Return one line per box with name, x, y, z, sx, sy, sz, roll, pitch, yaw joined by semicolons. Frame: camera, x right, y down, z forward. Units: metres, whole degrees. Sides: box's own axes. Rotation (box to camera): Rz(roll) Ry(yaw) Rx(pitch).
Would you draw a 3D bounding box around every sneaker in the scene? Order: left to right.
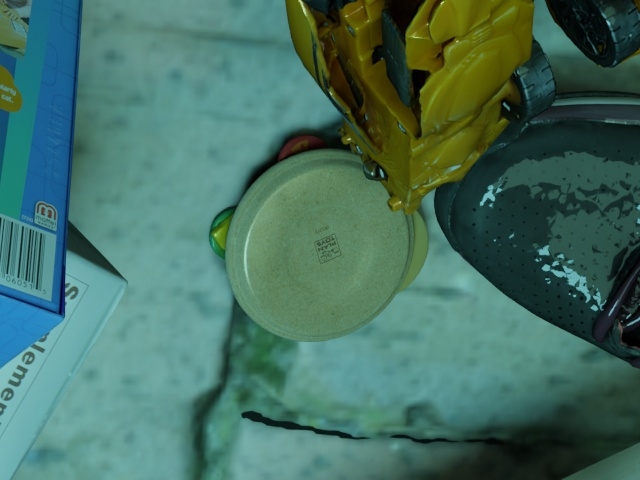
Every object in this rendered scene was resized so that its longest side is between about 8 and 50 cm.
sneaker;0.184;0.042;0.770;0.281;0.162;0.106;20;115;-18

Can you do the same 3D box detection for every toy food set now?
toy food set;0.000;0.000;0.783;0.083;0.020;0.082;-37;115;-6

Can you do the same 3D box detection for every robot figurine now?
robot figurine;0.066;-0.124;0.641;0.211;0.085;0.291;-33;157;-13

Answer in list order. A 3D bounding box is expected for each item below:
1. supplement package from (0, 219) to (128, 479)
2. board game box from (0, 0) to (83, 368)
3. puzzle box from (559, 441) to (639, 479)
supplement package;-0.177;0.006;0.670;0.179;0.105;0.105;30;92;-26
board game box;-0.152;-0.080;0.604;0.160;0.210;0.047;22;142;-31
puzzle box;-0.006;0.268;0.807;0.409;0.052;0.272;-23;128;-13
